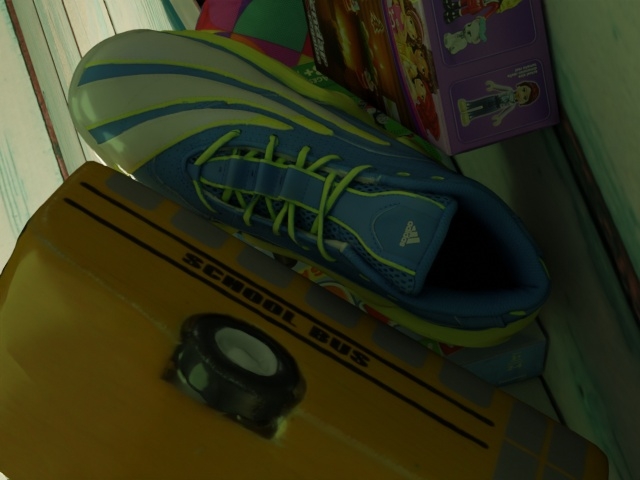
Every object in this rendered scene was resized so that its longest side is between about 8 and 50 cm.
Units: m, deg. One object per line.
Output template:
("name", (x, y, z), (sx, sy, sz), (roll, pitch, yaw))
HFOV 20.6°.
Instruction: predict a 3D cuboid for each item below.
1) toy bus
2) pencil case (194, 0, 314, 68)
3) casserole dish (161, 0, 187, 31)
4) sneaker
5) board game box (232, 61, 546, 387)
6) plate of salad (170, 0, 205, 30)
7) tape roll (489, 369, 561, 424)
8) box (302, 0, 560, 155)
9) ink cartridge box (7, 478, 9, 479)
("toy bus", (0.010, 0.103, 0.743), (0.108, 0.332, 0.130), (-60, 1, 23))
("pencil case", (-0.049, -0.035, 1.027), (0.104, 0.104, 0.236), (-171, 97, -77))
("casserole dish", (-0.112, -0.243, 1.395), (0.114, 0.037, 0.188), (-118, 17, -44))
("sneaker", (0.004, -0.029, 0.780), (0.091, 0.240, 0.126), (-66, 10, -6))
("board game box", (0.000, 0.000, 0.906), (0.039, 0.160, 0.211), (92, 158, -54))
("plate of salad", (-0.071, -0.159, 1.200), (0.200, 0.048, 0.200), (59, -179, -2))
("tape roll", (0.067, 0.170, 0.976), (0.286, 0.100, 0.286), (164, 90, -79))
("box", (0.020, -0.202, 0.786), (0.201, 0.057, 0.293), (-137, 33, -67))
("ink cartridge box", (-0.148, 0.202, 1.323), (0.289, 0.121, 0.211), (79, 170, -58))
